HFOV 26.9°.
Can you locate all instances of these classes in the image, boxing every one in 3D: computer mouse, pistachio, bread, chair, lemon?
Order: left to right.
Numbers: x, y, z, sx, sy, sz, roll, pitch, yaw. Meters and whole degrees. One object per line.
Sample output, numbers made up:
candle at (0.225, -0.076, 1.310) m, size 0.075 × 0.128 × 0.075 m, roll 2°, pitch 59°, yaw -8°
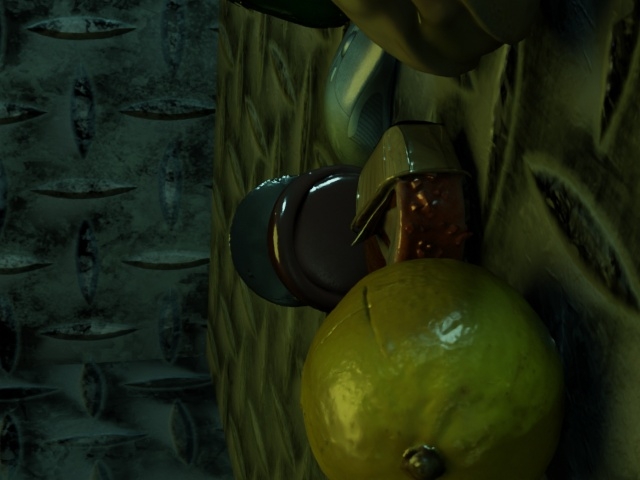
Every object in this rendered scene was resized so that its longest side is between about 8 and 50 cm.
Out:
chair at (0.000, 0.000, 2.034) m, size 0.401 × 0.226 × 0.226 m, roll 180°, pitch 88°, yaw -78°
computer mouse at (0.058, -0.264, 2.045) m, size 0.167 × 0.090 × 0.379 m, roll -114°, pitch 26°, yaw -56°
bread at (0.111, -0.030, 1.721) m, size 0.224 × 0.142 × 0.212 m, roll 120°, pitch 149°, yaw -66°
pistachio at (0.104, -0.383, 1.327) m, size 0.281 × 0.365 × 0.445 m, roll -17°, pitch 65°, yaw 31°
lemon at (0.118, 0.160, 1.413) m, size 0.297 × 0.297 × 0.297 m, roll 177°, pitch 90°, yaw -78°

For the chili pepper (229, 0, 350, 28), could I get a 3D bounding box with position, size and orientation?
chili pepper at (-0.049, -0.453, 2.081) m, size 0.233 × 0.257 × 0.248 m, roll 131°, pitch 148°, yaw -70°
